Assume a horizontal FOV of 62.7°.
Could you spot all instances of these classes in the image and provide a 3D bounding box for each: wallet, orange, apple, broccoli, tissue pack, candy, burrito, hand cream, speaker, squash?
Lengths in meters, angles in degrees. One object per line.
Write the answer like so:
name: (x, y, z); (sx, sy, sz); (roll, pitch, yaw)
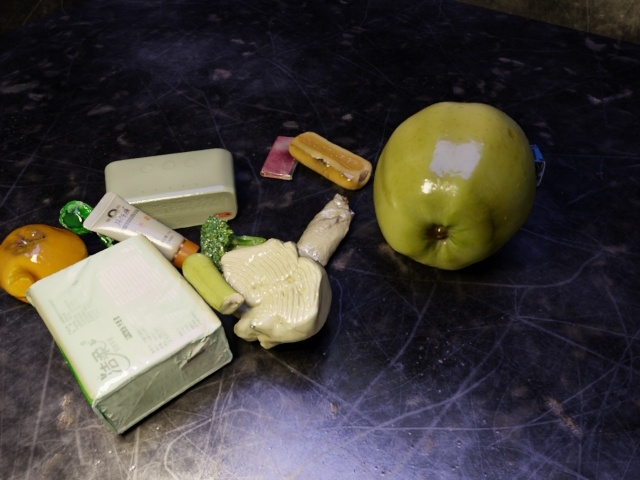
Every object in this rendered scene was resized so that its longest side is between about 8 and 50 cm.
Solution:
wallet: (-0.133, -0.306, 1.924); (0.119, 0.025, 0.232); (8, 46, 9)
orange: (-0.787, 0.047, 1.483); (0.249, 0.183, 0.249); (0, 46, 0)
apple: (0.369, -0.146, 1.478); (0.474, 0.473, 0.473); (-1, 46, 1)
broccoli: (-0.248, 0.025, 1.506); (0.194, 0.194, 0.219); (-10, 76, -8)
tissue pack: (-0.469, 0.212, 1.302); (0.332, 0.205, 0.405); (-32, 54, -26)
candy: (-0.611, 0.010, 1.521); (0.323, 0.097, 0.097); (42, 53, -5)
burrito: (0.000, 0.000, 1.592); (0.117, 0.076, 0.392); (27, 53, 13)
hand cream: (-0.507, -0.023, 1.525); (0.314, 0.089, 0.139); (26, 55, -9)
speaker: (-0.467, -0.151, 1.678); (0.406, 0.183, 0.184); (-9, 52, -9)
squash: (-0.269, 0.106, 1.290); (0.083, 0.083, 0.250); (-27, 38, -23)

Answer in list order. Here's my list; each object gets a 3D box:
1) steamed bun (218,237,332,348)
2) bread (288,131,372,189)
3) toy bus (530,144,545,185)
steamed bun: (-0.107, 0.145, 1.366); (0.275, 0.206, 0.320); (-30, 56, -4)
bread: (0.033, -0.276, 1.839); (0.305, 0.091, 0.142); (33, 48, 23)
toy bus: (0.635, -0.264, 1.806); (0.234, 0.116, 0.133); (5, 43, 8)
